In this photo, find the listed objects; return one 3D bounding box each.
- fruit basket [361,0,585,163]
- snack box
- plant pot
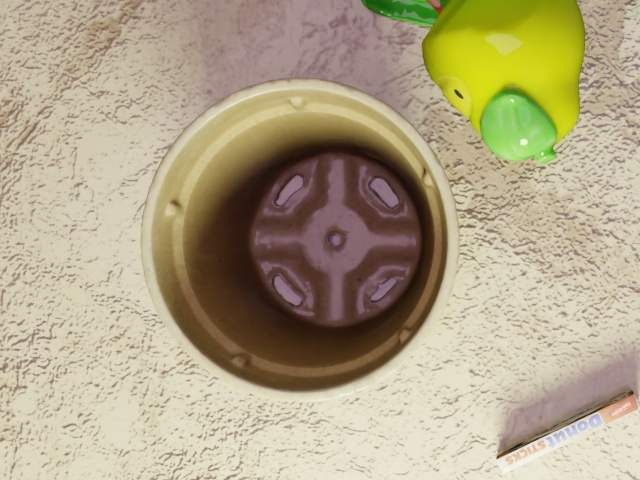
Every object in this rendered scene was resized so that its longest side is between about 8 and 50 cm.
[{"bbox_3d":[0.167,-0.272,1.667,0.282,0.392,0.392,13,92,8],"label":"fruit basket"},{"bbox_3d":[0.290,0.224,1.798,0.178,0.064,0.022,-27,86,7],"label":"snack box"},{"bbox_3d":[0.000,0.000,1.720,0.333,0.305,0.334,0,90,9],"label":"plant pot"}]
